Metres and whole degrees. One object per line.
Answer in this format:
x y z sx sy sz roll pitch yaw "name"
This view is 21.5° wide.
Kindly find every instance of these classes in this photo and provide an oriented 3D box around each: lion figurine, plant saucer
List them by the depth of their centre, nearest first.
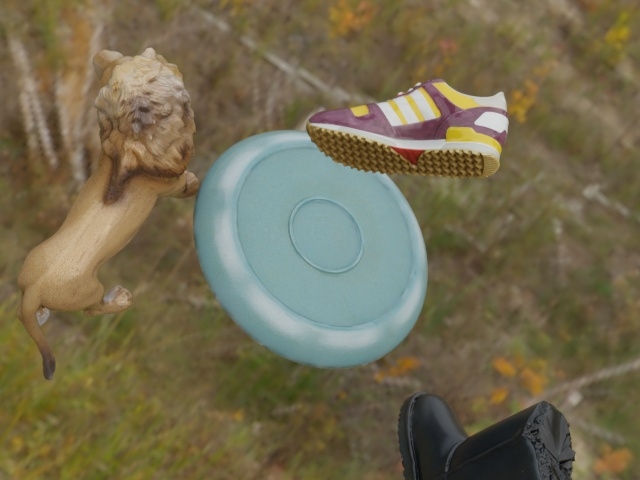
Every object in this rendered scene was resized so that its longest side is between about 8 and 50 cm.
-0.255 -0.025 1.946 0.142 0.392 0.240 23 -6 8 "lion figurine"
0.000 0.000 2.034 0.318 0.044 0.317 13 61 -24 "plant saucer"

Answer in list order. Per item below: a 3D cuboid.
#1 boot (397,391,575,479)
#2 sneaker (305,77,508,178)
0.196 0.240 1.960 0.094 0.207 0.246 45 29 -28 "boot"
0.081 -0.110 1.561 0.185 0.069 0.084 9 65 11 "sneaker"
